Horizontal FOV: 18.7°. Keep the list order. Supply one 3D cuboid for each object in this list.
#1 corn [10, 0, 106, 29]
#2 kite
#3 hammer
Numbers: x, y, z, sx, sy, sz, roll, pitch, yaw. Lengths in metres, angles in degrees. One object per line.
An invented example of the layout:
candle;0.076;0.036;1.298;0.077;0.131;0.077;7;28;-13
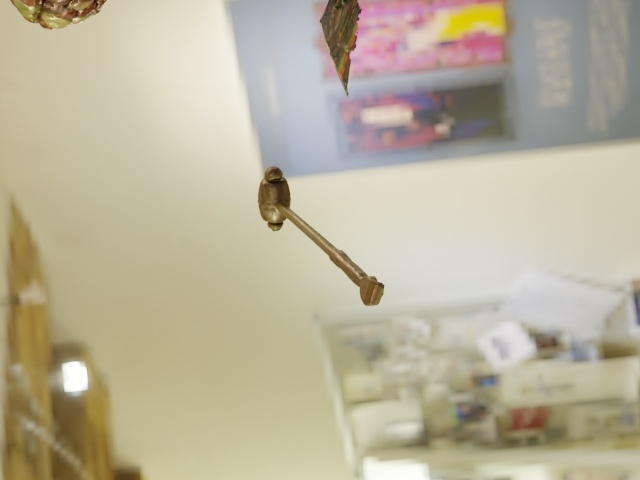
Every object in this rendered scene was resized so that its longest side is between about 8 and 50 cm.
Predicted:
corn;-0.182;-0.261;1.335;0.280;0.092;0.092;96;173;-51
kite;0.016;-0.122;0.938;0.090;0.004;0.122;159;125;-68
hammer;0.000;0.000;0.777;0.123;0.014;0.029;-138;41;-61
